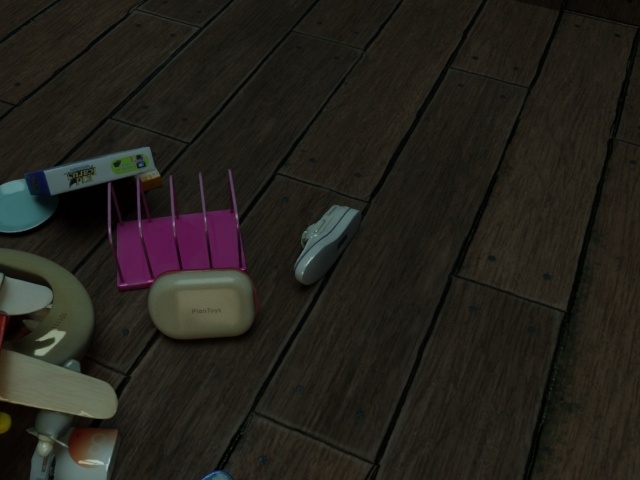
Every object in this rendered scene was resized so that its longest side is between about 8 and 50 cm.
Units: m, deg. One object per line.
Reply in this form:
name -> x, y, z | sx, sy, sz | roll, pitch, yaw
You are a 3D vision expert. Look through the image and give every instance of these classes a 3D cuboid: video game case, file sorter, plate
video game case -> -0.555, -0.163, 1.681 | 0.244, 0.061, 0.269 | -18, 12, -29
file sorter -> -0.329, -0.036, 1.607 | 0.290, 0.182, 0.202 | -7, 49, -9
plate -> -0.741, -0.082, 1.740 | 0.188, 0.024, 0.188 | 1, 47, -1

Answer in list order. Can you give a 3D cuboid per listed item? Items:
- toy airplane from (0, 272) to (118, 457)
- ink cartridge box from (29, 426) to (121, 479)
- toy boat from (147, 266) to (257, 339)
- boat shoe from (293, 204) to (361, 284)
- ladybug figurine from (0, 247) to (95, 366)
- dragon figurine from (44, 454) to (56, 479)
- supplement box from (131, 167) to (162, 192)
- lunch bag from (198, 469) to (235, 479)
toy airplane -> -0.594, 0.233, 1.173 | 0.384, 0.272, 0.386 | -32, 80, -40
ink cartridge box -> -0.455, 0.425, 1.275 | 0.145, 0.045, 0.179 | 3, 45, 1
toy boat -> -0.252, 0.121, 1.518 | 0.231, 0.151, 0.151 | -2, 17, -5
boat shoe -> 0.000, 0.000, 1.648 | 0.088, 0.096, 0.267 | 22, 49, 22
ladybug figurine -> -0.662, 0.165, 1.423 | 0.449, 0.162, 0.305 | 17, 50, 12
dragon figurine -> -0.421, 0.513, 1.165 | 0.144, 0.085, 0.289 | 4, 52, -2
supplement box -> -0.458, -0.175, 1.827 | 0.062, 0.036, 0.098 | -22, 52, -21
lunch bag -> -0.167, 0.514, 1.177 | 0.176, 0.090, 0.219 | -33, 56, -25
